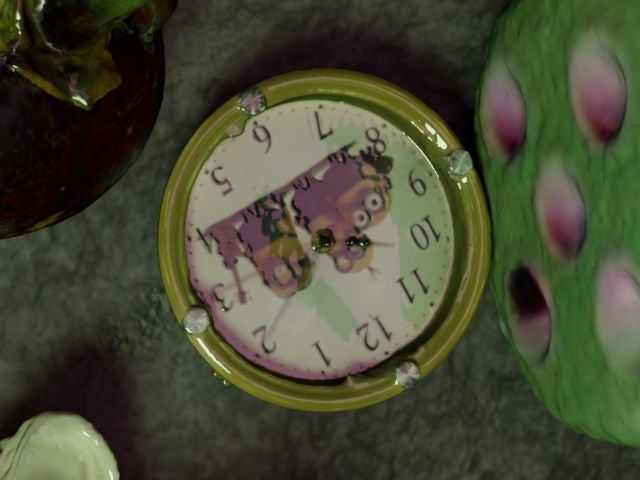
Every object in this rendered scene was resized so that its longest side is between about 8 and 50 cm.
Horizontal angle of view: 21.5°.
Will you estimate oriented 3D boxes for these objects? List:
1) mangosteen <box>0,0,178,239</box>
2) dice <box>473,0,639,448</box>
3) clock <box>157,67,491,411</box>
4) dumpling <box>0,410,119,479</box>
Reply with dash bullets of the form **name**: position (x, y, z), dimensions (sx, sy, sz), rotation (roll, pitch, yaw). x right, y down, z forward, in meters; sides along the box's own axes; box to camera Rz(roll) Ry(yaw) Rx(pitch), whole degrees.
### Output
- **mangosteen**: position (-0.186, -0.121, 0.988), dimensions (0.231, 0.289, 0.231), rotation (7, 75, -28)
- **dice**: position (0.302, -0.036, 1.108), dimensions (0.322, 0.330, 0.318), rotation (-7, 90, -19)
- **clock**: position (0.000, 0.000, 1.156), dimensions (0.237, 0.057, 0.237), rotation (1, 87, -15)
- **dumpling**: position (-0.176, 0.195, 1.069), dimensions (0.134, 0.100, 0.169), rotation (32, 80, -26)
